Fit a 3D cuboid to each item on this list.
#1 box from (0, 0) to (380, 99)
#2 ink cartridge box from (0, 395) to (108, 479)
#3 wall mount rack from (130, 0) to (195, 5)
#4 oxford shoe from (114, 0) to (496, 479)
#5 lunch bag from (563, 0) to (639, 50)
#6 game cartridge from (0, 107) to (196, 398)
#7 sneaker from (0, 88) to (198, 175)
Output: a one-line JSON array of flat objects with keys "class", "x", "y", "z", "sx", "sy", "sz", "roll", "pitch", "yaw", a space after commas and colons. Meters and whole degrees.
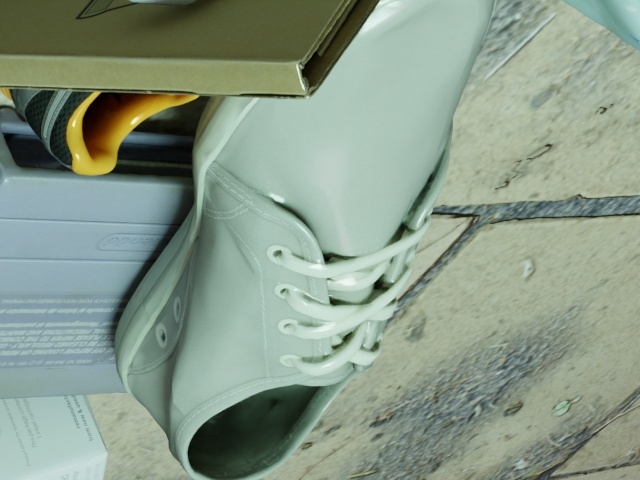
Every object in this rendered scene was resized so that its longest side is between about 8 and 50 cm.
[{"class": "box", "x": -0.067, "y": -0.114, "z": 0.832, "sx": 0.201, "sy": 0.164, "sz": 0.021, "roll": 4, "pitch": 128, "yaw": 24}, {"class": "ink cartridge box", "x": -0.266, "y": 0.176, "z": 1.345, "sx": 0.218, "sy": 0.092, "sz": 0.158, "roll": -16, "pitch": 152, "yaw": -20}, {"class": "wall mount rack", "x": -0.159, "y": -0.207, "z": 0.690, "sx": 0.304, "sy": 0.130, "sz": 0.350, "roll": 8, "pitch": 143, "yaw": -12}, {"class": "oxford shoe", "x": 0.000, "y": 0.000, "z": 1.094, "sx": 0.169, "sy": 0.130, "sz": 0.449, "roll": -13, "pitch": 151, "yaw": -31}, {"class": "lunch bag", "x": 0.086, "y": -0.205, "z": 0.825, "sx": 0.108, "sy": 0.224, "sz": 0.279, "roll": -48, "pitch": 154, "yaw": -2}, {"class": "game cartridge", "x": -0.149, "y": 0.016, "z": 1.199, "sx": 0.355, "sy": 0.068, "sz": 0.230, "roll": 2, "pitch": 146, "yaw": -47}, {"class": "sneaker", "x": -0.072, "y": -0.117, "z": 0.991, "sx": 0.215, "sy": 0.083, "sz": 0.084, "roll": -41, "pitch": 150, "yaw": 23}]
